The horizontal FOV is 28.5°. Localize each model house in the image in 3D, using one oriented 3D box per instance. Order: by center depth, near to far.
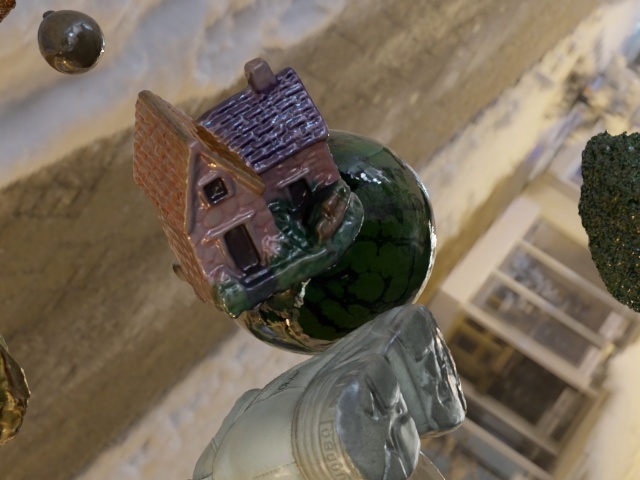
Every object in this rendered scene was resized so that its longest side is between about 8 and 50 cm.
[{"bbox_3d":[-0.094,-0.080,1.530,0.237,0.202,0.237,-28,123,-7],"label":"model house"}]

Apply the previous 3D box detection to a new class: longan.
[{"bbox_3d":[-0.384,-0.308,1.929,0.106,0.119,0.106,-29,151,-18],"label":"longan"}]

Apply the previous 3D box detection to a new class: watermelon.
[{"bbox_3d":[0.000,0.000,1.839,0.363,0.363,0.363,-53,169,-15],"label":"watermelon"}]

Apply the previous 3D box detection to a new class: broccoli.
[{"bbox_3d":[0.443,-0.044,1.497,0.297,0.297,0.297,-52,169,-1],"label":"broccoli"}]

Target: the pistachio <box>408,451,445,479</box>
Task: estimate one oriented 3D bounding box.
[{"bbox_3d":[0.054,0.431,1.667,0.281,0.365,0.445,-35,-160,14],"label":"pistachio"}]

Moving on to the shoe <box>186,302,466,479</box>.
[{"bbox_3d":[0.004,0.161,1.184,0.210,0.132,0.342,-20,-177,23],"label":"shoe"}]

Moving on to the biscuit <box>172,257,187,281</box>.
[{"bbox_3d":[-0.175,-0.007,2.138,0.188,0.052,0.056,-47,-158,-25],"label":"biscuit"}]

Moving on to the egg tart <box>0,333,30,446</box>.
[{"bbox_3d":[-0.485,0.172,1.460,0.116,0.295,0.295,-71,-175,-54],"label":"egg tart"}]

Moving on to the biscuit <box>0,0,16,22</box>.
[{"bbox_3d":[-0.390,-0.342,1.441,0.025,0.126,0.206,-28,117,-51],"label":"biscuit"}]
